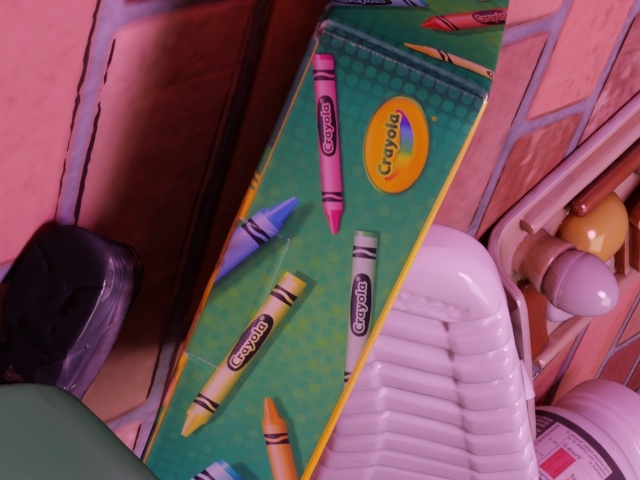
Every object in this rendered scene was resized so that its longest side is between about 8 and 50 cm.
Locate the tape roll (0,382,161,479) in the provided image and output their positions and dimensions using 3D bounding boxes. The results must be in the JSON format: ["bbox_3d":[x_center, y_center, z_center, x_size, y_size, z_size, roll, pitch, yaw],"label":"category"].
[{"bbox_3d":[-0.196,0.201,0.604,0.321,0.077,0.321,-44,163,-17],"label":"tape roll"}]

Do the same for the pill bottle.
[{"bbox_3d":[0.195,0.252,1.331,0.278,0.162,0.162,-32,148,-32],"label":"pill bottle"}]

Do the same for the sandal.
[{"bbox_3d":[0.078,0.113,1.027,0.416,0.169,0.102,91,6,-51],"label":"sandal"}]

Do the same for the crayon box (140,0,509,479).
[{"bbox_3d":[0.000,0.000,0.714,0.165,0.081,0.278,-69,-178,-61],"label":"crayon box"}]

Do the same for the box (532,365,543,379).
[{"bbox_3d":[0.203,0.084,1.285,0.083,0.018,0.067,-46,153,-8],"label":"box"}]

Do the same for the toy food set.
[{"bbox_3d":[0.255,0.006,1.161,0.306,0.092,0.219,-40,146,-18],"label":"toy food set"}]

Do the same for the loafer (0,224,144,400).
[{"bbox_3d":[-0.138,0.072,0.699,0.170,0.062,0.061,-54,158,10],"label":"loafer"}]
